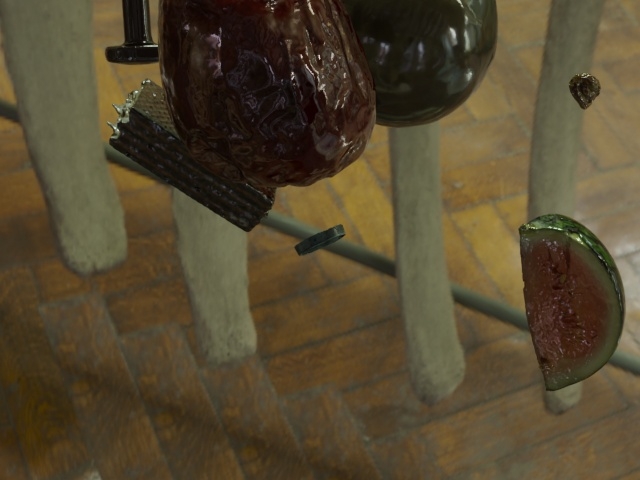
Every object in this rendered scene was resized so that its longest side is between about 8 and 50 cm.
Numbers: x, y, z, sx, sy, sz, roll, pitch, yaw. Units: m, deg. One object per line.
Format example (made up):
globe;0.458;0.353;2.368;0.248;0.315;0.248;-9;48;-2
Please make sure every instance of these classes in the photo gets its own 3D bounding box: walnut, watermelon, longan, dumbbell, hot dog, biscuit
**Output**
walnut;-0.059;-0.195;1.071;0.221;0.269;0.244;-11;36;-2
watermelon;0.230;0.051;0.864;0.087;0.163;0.069;-25;25;-22
longan;0.124;-0.322;1.556;0.318;0.319;0.319;7;52;-9
dumbbell;-0.373;-0.469;2.042;0.140;0.226;0.124;-7;13;-29
hot dog;0.498;-0.281;1.902;0.035;0.083;0.058;34;90;40
biscuit;-0.175;-0.119;1.392;0.252;0.070;0.106;34;27;-18

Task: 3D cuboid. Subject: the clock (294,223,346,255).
clock;0.000;0.000;1.564;0.085;0.085;0.017;-22;83;-27
